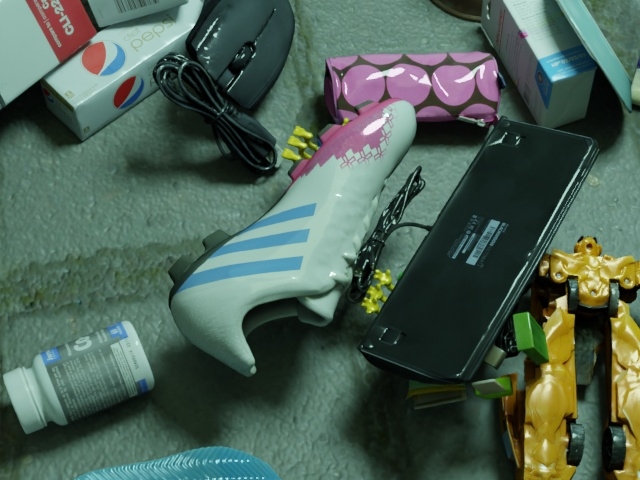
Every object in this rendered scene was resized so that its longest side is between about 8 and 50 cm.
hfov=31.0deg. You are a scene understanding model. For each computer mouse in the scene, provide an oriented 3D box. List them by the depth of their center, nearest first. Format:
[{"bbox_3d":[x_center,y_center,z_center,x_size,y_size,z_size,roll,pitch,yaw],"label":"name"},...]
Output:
[{"bbox_3d":[-0.083,-0.227,1.356,0.072,0.188,0.272,-23,40,35],"label":"computer mouse"}]

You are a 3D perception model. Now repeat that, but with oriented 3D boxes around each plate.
[{"bbox_3d":[0.324,-0.234,1.358,0.024,0.188,0.188,-31,60,16],"label":"plate"}]

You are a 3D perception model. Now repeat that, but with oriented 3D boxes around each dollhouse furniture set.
[{"bbox_3d":[0.144,0.116,1.137,0.151,0.058,0.076,-14,62,23],"label":"dollhouse furniture set"}]

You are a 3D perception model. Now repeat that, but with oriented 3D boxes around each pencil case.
[{"bbox_3d":[0.109,-0.173,1.364,0.209,0.095,0.098,-3,75,-1],"label":"pencil case"}]

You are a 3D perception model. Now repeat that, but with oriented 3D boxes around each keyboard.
[{"bbox_3d":[0.135,-0.001,1.183,0.201,0.033,0.317,19,63,34],"label":"keyboard"}]

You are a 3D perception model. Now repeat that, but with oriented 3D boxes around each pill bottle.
[{"bbox_3d":[-0.244,0.140,1.168,0.137,0.078,0.078,-21,62,-15],"label":"pill bottle"}]

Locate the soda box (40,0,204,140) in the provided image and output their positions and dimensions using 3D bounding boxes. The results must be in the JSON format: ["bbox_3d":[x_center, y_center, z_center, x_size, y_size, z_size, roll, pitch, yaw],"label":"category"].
[{"bbox_3d":[-0.228,-0.217,1.387,0.216,0.069,0.074,-39,68,-22],"label":"soda box"}]

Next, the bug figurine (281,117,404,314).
[{"bbox_3d":[0.068,-0.007,1.272,0.279,0.072,0.216,27,68,8],"label":"bug figurine"}]

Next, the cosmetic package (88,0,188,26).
[{"bbox_3d":[-0.228,-0.364,1.418,0.117,0.085,0.231,-14,42,3],"label":"cosmetic package"}]

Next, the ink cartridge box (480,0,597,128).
[{"bbox_3d":[0.260,-0.236,1.393,0.061,0.104,0.181,-20,62,-7],"label":"ink cartridge box"}]

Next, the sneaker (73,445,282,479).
[{"bbox_3d":[-0.141,0.257,1.103,0.228,0.092,0.087,2,55,-24],"label":"sneaker"}]

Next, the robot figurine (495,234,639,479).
[{"bbox_3d":[0.270,0.133,1.180,0.211,0.085,0.291,6,63,1],"label":"robot figurine"}]

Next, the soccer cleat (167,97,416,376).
[{"bbox_3d":[0.000,0.000,1.167,0.331,0.116,0.143,-43,72,-9],"label":"soccer cleat"}]

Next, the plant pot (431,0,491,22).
[{"bbox_3d":[0.212,-0.393,1.453,0.166,0.165,0.167,1,58,-1],"label":"plant pot"}]

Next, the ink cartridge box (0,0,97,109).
[{"bbox_3d":[-0.428,-0.219,1.318,0.197,0.114,0.273,23,58,40],"label":"ink cartridge box"}]

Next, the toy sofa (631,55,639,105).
[{"bbox_3d":[0.462,-0.270,1.275,0.150,0.363,0.177,19,55,9],"label":"toy sofa"}]
